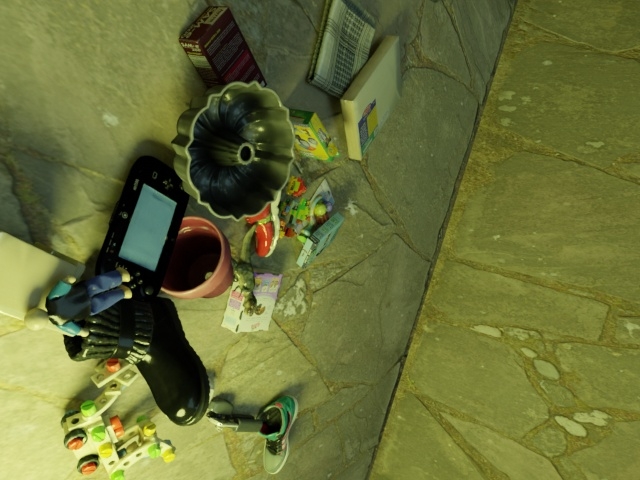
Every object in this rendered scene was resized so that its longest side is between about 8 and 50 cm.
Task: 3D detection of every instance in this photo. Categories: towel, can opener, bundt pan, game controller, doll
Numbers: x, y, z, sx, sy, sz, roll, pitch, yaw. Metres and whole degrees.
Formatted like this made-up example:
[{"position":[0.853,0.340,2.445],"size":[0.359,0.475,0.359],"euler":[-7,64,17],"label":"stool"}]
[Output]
[{"position":[0.088,-0.642,1.610],"size":[0.312,0.056,0.324],"euler":[3,102,-58],"label":"towel"},{"position":[-0.283,0.601,1.623],"size":[0.093,0.074,0.280],"euler":[-65,148,-14],"label":"can opener"},{"position":[-0.216,-0.222,1.162],"size":[0.331,0.124,0.331],"euler":[-24,125,-41],"label":"bundt pan"},{"position":[-0.395,-0.028,1.086],"size":[0.166,0.067,0.319],"euler":[45,51,-57],"label":"game controller"},{"position":[-0.438,0.116,0.878],"size":[0.189,0.046,0.129],"euler":[-25,124,-52],"label":"doll"}]

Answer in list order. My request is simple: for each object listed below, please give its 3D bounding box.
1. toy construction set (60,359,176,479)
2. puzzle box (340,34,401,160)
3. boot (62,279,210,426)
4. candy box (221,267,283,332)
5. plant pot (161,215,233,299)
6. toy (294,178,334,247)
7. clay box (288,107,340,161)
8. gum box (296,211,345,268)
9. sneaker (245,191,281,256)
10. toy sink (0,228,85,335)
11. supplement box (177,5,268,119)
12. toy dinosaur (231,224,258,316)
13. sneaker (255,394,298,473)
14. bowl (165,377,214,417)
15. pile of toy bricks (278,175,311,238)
[{"position":[-0.486,0.443,1.153],"size":[0.215,0.151,0.328],"euler":[-19,115,-25],"label":"toy construction set"},{"position":[0.199,-0.533,1.791],"size":[0.409,0.052,0.272],"euler":[-58,153,-30],"label":"puzzle box"},{"position":[-0.408,0.255,1.059],"size":[0.131,0.348,0.260],"euler":[-40,154,11],"label":"boot"},{"position":[-0.214,0.188,1.530],"size":[0.165,0.070,0.196],"euler":[12,94,-59],"label":"candy box"},{"position":[-0.310,0.063,1.224],"size":[0.201,0.201,0.180],"euler":[-63,163,-16],"label":"plant pot"},{"position":[-0.002,-0.089,1.739],"size":[0.237,0.056,0.137],"euler":[-57,148,-23],"label":"toy"},{"position":[-0.033,-0.320,1.508],"size":[0.053,0.127,0.222],"euler":[-62,147,-15],"label":"clay box"},{"position":[0.000,0.000,1.738],"size":[0.184,0.041,0.157],"euler":[-44,167,-38],"label":"gum box"},{"position":[-0.192,-0.078,1.435],"size":[0.118,0.107,0.279],"euler":[-12,119,-30],"label":"sneaker"},{"position":[-0.542,0.063,0.877],"size":[0.131,0.152,0.234],"euler":[-64,147,-15],"label":"toy sink"},{"position":[-0.232,-0.433,1.192],"size":[0.130,0.073,0.239],"euler":[-58,147,-22],"label":"supplement box"},{"position":[-0.242,0.087,1.404],"size":[0.118,0.064,0.268],"euler":[-2,97,-18],"label":"toy dinosaur"},{"position":[-0.178,0.735,1.801],"size":[0.178,0.123,0.296],"euler":[27,74,-63],"label":"sneaker"},{"position":[-0.378,0.473,1.433],"size":[0.142,0.053,0.142],"euler":[37,72,-58],"label":"bowl"},{"position":[-0.076,-0.094,1.574],"size":[0.118,0.105,0.212],"euler":[15,92,-59],"label":"pile of toy bricks"}]
